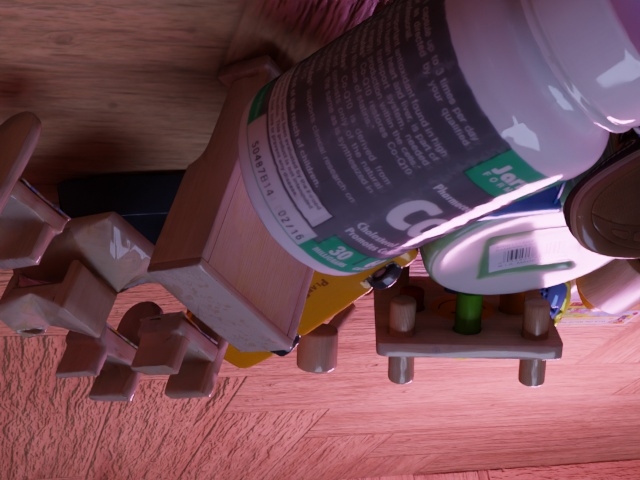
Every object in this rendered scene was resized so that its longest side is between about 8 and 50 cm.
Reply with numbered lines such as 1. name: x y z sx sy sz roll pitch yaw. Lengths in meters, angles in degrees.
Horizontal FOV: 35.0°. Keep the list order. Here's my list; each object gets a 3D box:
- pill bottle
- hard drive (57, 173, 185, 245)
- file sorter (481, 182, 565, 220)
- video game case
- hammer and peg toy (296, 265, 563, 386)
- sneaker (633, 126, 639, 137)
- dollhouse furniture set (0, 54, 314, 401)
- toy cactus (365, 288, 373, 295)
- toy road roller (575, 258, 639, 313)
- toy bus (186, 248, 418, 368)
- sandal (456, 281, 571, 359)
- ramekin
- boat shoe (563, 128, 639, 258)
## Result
1. pill bottle: 0.116 -0.119 0.872 0.361 0.204 0.204 -27 149 38
2. hard drive: -0.203 -0.024 1.306 0.254 0.054 0.172 -3 154 -12
3. file sorter: 0.190 -0.122 1.088 0.118 0.170 0.104 -6 153 -4
4. video game case: 0.511 0.108 1.847 0.227 0.026 0.206 0 154 -19
5. hammer and peg toy: 0.150 0.102 1.478 0.361 0.127 0.266 1 -161 2
6. sneaker: 0.378 -0.120 1.008 0.296 0.131 0.112 11 158 -12
7. dollhouse furniture set: -0.198 -0.019 1.128 0.394 0.256 0.362 -8 141 35
8. toy cactus: 0.000 0.000 1.389 0.219 0.112 0.180 -6 147 16
9. toy road roller: 0.589 0.096 1.588 0.329 0.241 0.202 1 153 -19
10. toy bus: -0.029 0.042 1.293 0.108 0.130 0.332 38 124 -24
11. sandal: 0.275 0.114 1.680 0.138 0.126 0.317 16 145 -34
12. ramekin: 0.254 -0.047 1.288 0.303 0.148 0.303 -7 155 -3
13. boat shoe: 0.390 -0.078 1.149 0.342 0.123 0.123 -26 -156 -24
